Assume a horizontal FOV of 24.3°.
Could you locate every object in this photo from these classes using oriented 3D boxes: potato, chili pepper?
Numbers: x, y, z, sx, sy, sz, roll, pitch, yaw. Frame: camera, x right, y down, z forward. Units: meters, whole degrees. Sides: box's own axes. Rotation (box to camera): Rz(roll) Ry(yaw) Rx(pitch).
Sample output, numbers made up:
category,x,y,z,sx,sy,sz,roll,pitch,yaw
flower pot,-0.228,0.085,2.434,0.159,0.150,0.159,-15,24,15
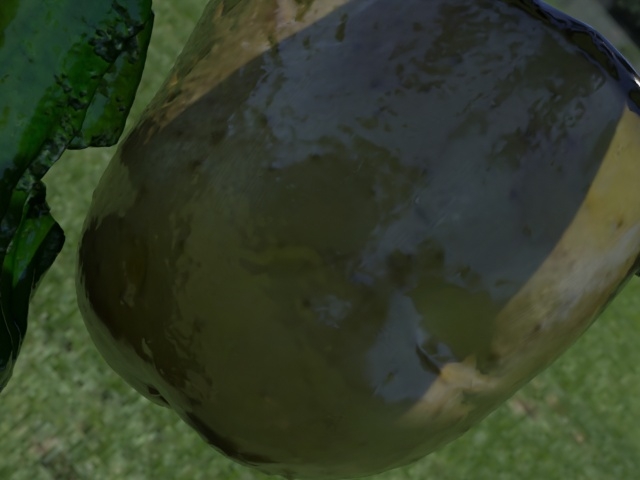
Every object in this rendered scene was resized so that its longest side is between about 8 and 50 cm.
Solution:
category,x,y,z,sx,sy,sz,roll,pitch,yaw
potato,0.000,0.000,0.668,0.285,0.242,0.242,21,-9,41
chili pepper,-0.143,-0.008,0.615,0.083,0.253,0.099,26,5,11
